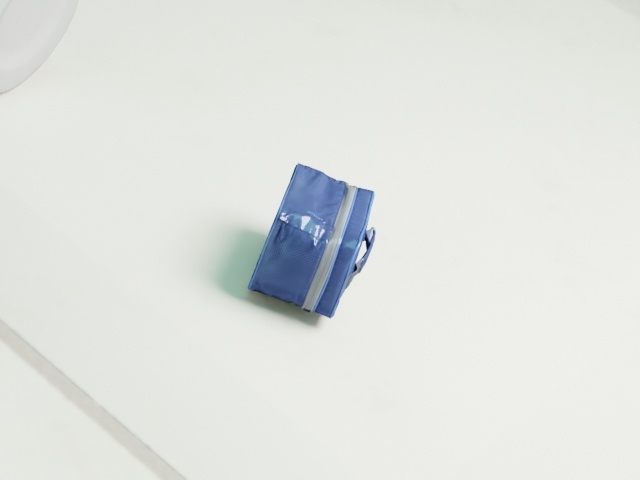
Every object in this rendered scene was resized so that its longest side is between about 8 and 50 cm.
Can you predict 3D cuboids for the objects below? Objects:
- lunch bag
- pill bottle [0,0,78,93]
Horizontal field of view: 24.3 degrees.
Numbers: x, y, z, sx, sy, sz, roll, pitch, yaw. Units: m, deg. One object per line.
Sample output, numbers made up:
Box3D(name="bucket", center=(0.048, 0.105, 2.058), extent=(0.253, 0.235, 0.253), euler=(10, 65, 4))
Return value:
Box3D(name="lunch bag", center=(0.000, 0.000, 0.943), extent=(0.065, 0.067, 0.098), euler=(22, 31, -2))
Box3D(name="pill bottle", center=(-0.282, -0.203, 1.011), extent=(0.221, 0.124, 0.124), euler=(32, 34, 13))
